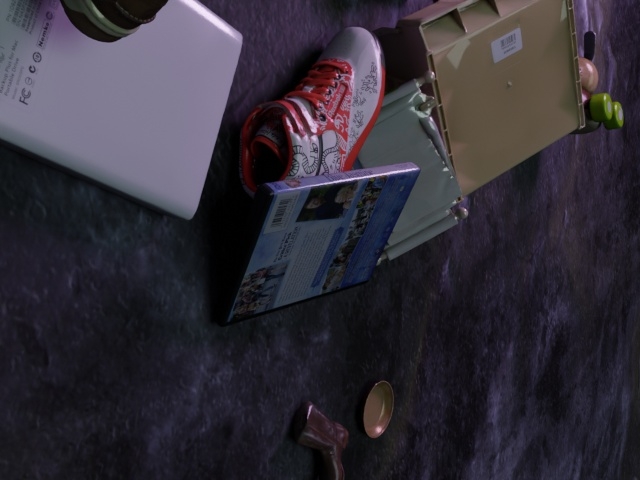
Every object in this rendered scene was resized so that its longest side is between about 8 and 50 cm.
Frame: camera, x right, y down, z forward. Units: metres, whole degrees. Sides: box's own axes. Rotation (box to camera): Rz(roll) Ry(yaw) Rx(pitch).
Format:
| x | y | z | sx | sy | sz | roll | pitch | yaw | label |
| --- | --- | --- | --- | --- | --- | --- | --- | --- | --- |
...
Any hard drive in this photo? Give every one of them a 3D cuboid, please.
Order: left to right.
| x | y | z | sx | sy | sz | roll | pitch | yaw | label |
| --- | --- | --- | --- | --- | --- | --- | --- | --- | --- |
| -0.198 | -0.159 | 0.699 | 0.307 | 0.040 | 0.203 | 27 | 74 | -53 | hard drive |

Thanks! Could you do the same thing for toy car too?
| x | y | z | sx | sy | sz | roll | pitch | yaw | label |
| --- | --- | --- | --- | --- | --- | --- | --- | --- | --- |
| 0.481 | -0.303 | 1.543 | 0.149 | 0.155 | 0.189 | 8 | 80 | -55 | toy car |

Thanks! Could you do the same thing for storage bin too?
| x | y | z | sx | sy | sz | roll | pitch | yaw | label |
| --- | --- | --- | --- | --- | --- | --- | --- | --- | --- |
| 0.225 | -0.228 | 1.133 | 0.262 | 0.123 | 0.260 | -30 | 122 | -21 | storage bin |

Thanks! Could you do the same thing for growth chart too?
| x | y | z | sx | sy | sz | roll | pitch | yaw | label |
| --- | --- | --- | --- | --- | --- | --- | --- | --- | --- |
| 0.098 | -0.084 | 1.052 | 0.021 | 0.171 | 0.237 | -107 | 175 | -60 | growth chart |

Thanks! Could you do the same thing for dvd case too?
| x | y | z | sx | sy | sz | roll | pitch | yaw | label |
| --- | --- | --- | --- | --- | --- | --- | --- | --- | --- |
| 0.000 | 0.000 | 0.926 | 0.253 | 0.022 | 0.180 | -13 | 136 | -46 | dvd case |

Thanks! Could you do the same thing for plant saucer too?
| x | y | z | sx | sy | sz | roll | pitch | yaw | label |
| --- | --- | --- | --- | --- | --- | --- | --- | --- | --- |
| 0.080 | 0.245 | 1.179 | 0.083 | 0.015 | 0.083 | -14 | 108 | -53 | plant saucer |

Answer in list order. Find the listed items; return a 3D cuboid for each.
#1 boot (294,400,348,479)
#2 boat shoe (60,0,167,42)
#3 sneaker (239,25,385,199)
| x | y | z | sx | sy | sz | roll | pitch | yaw | label |
| --- | --- | --- | --- | --- | --- | --- | --- | --- | --- |
| -0.005 | 0.274 | 1.046 | 0.114 | 0.037 | 0.106 | 47 | 45 | -51 | boot |
| -0.167 | -0.288 | 0.617 | 0.095 | 0.095 | 0.258 | -21 | 93 | -61 | boat shoe |
| -0.007 | -0.149 | 0.920 | 0.145 | 0.090 | 0.270 | 33 | 72 | -59 | sneaker |
